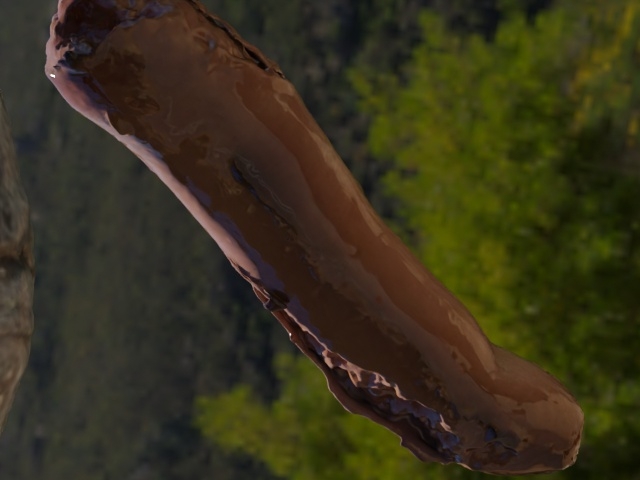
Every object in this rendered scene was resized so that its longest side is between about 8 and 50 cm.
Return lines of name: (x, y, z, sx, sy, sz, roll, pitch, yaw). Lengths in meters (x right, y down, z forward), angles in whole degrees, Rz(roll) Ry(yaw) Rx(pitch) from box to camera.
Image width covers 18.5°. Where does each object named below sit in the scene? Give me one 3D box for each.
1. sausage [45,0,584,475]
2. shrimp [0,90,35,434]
sausage: (0.000, 0.001, 0.822, 0.078, 0.304, 0.078, -36, 22, 17)
shrimp: (-0.175, -0.077, 0.658, 0.145, 0.116, 0.343, -17, 83, 51)
